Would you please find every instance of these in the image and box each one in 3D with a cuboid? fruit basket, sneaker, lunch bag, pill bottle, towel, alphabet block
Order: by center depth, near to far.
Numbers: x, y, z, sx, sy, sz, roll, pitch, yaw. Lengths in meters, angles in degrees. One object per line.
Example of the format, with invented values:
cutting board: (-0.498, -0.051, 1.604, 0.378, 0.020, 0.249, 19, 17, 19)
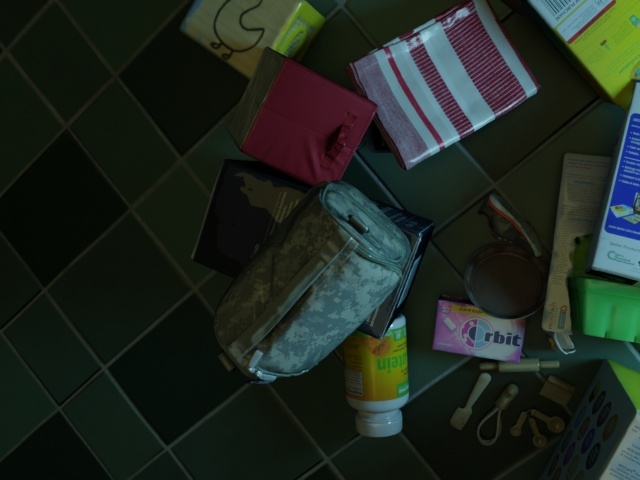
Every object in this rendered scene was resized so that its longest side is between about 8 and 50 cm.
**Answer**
lunch bag: (-0.019, 0.068, 1.086, 0.212, 0.256, 0.305, 44, 105, 6)
fruit basket: (0.611, 0.023, 1.299, 0.327, 0.165, 0.353, 7, 82, 13)
towel: (0.242, -0.316, 1.330, 0.329, 0.037, 0.237, -30, 89, -8)
sneaker: (0.385, -0.021, 1.386, 0.158, 0.061, 0.065, 51, 121, 12)
alphabet block: (-0.135, -0.444, 1.397, 0.197, 0.193, 0.192, 35, 105, 8)
pill bottle: (0.118, 0.281, 1.439, 0.136, 0.136, 0.246, -2, 96, 15)

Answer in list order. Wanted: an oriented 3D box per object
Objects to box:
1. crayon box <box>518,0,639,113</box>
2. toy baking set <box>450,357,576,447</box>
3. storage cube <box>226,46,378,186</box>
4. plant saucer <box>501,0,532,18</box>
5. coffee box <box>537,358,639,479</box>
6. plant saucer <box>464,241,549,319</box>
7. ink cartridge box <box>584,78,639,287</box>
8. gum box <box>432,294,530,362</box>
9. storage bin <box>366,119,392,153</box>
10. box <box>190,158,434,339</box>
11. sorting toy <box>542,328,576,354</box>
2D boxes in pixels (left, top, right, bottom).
crayon box: (0.551, -0.398, 1.256, 0.202, 0.081, 0.318, -42, 100, 14)
toy baking set: (0.402, 0.340, 1.427, 0.256, 0.030, 0.197, 0, 96, 14)
storage cube: (-0.040, -0.227, 1.260, 0.193, 0.215, 0.184, 23, 104, -22)
plant saucer: (0.463, -0.585, 1.303, 0.310, 0.050, 0.311, 1, 95, 15)
coffee box: (0.620, 0.466, 1.226, 0.338, 0.337, 0.334, 26, 101, 11)
plant saucer: (0.376, 0.085, 1.374, 0.168, 0.029, 0.168, -4, 63, 8)
ink cartridge box: (0.606, -0.095, 1.212, 0.175, 0.069, 0.371, 16, 80, 12)
gum box: (0.334, 0.183, 1.411, 0.188, 0.062, 0.107, 8, 98, 13)
storage bin: (0.138, -0.245, 1.400, 0.098, 0.091, 0.135, 1, 95, 14)
box: (0.000, 0.000, 1.358, 0.395, 0.293, 0.212, 21, 100, 11)
sorting toy: (0.480, 0.198, 1.368, 0.044, 0.075, 0.083, -26, 89, 15)
